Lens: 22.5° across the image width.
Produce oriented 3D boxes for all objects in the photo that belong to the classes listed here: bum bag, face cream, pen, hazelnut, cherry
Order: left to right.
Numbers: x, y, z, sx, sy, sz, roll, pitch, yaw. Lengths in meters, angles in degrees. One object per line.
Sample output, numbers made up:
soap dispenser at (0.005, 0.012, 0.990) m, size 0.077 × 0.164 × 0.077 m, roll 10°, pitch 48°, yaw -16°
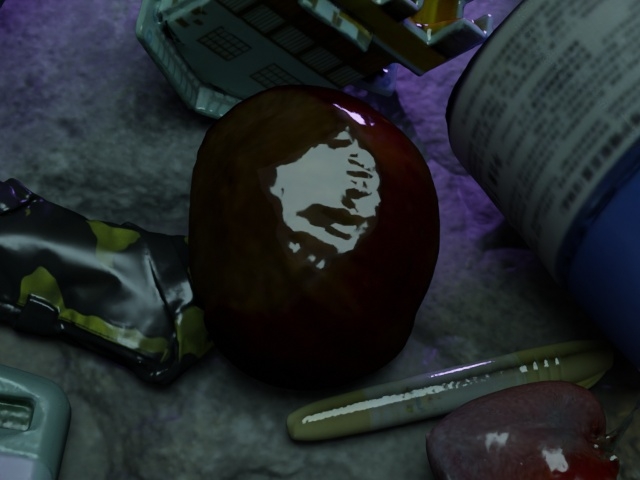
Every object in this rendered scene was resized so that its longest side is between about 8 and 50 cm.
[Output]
bum bag at (-0.171, 0.022, 1.072) m, size 0.232 × 0.060 × 0.107 m, roll 18°, pitch 67°, yaw -2°
hazelnut at (-0.008, -0.002, 1.063) m, size 0.170 × 0.160 × 0.202 m, roll 13°, pitch 89°, yaw -4°
pen at (0.090, 0.105, 1.077) m, size 0.233 × 0.032 × 0.040 m, roll -12°, pitch 85°, yaw -13°
cherry at (0.137, 0.139, 1.030) m, size 0.126 × 0.087 × 0.106 m, roll 12°, pitch 58°, yaw 22°
face cream at (0.240, -0.069, 1.073) m, size 0.249 × 0.249 × 0.225 m, roll -28°, pitch 67°, yaw -22°

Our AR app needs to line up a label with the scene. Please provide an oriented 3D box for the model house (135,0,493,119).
model house at (-0.004, -0.218, 1.150) m, size 0.198 × 0.215 × 0.224 m, roll 33°, pitch 52°, yaw -33°

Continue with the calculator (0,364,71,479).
calculator at (-0.237, 0.170, 0.984) m, size 0.141 × 0.045 × 0.246 m, roll 10°, pitch 57°, yaw -2°

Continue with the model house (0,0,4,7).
model house at (-0.385, -0.299, 1.047) m, size 0.334 × 0.382 × 0.342 m, roll 40°, pitch 67°, yaw 14°
